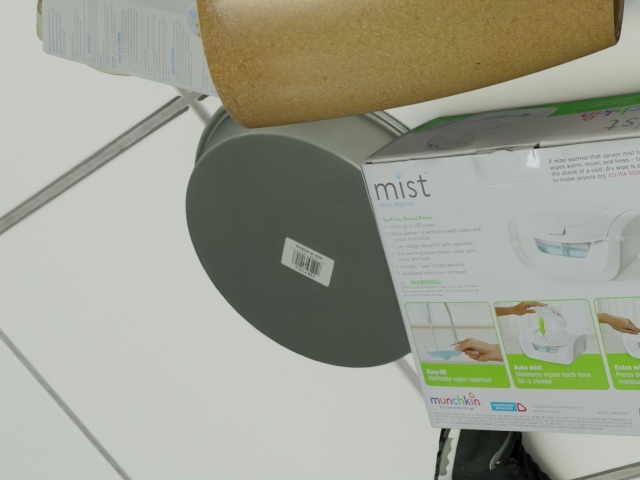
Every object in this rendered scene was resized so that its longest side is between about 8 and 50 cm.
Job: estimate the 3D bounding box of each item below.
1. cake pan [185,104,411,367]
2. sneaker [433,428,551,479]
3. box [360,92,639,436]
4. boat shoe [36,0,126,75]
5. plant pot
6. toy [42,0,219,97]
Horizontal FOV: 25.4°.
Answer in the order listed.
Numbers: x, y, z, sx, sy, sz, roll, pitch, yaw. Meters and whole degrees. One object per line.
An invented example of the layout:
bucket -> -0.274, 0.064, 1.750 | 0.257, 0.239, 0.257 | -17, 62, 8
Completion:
cake pan -> 0.000, 0.000, 1.261 | 0.293, 0.054, 0.293 | 19, 134, 21
sneaker -> 0.171, 0.216, 1.306 | 0.124, 0.107, 0.283 | 9, 134, 10
box -> 0.188, 0.018, 1.057 | 0.262, 0.127, 0.231 | -4, 108, 39
boat shoe -> -0.198, -0.184, 1.250 | 0.135, 0.050, 0.045 | 20, 139, 21
plant pot -> 0.072, -0.191, 0.950 | 0.254, 0.237, 0.237 | 3, 127, 17
toy -> -0.116, -0.197, 1.178 | 0.237, 0.056, 0.137 | 17, 126, 15
